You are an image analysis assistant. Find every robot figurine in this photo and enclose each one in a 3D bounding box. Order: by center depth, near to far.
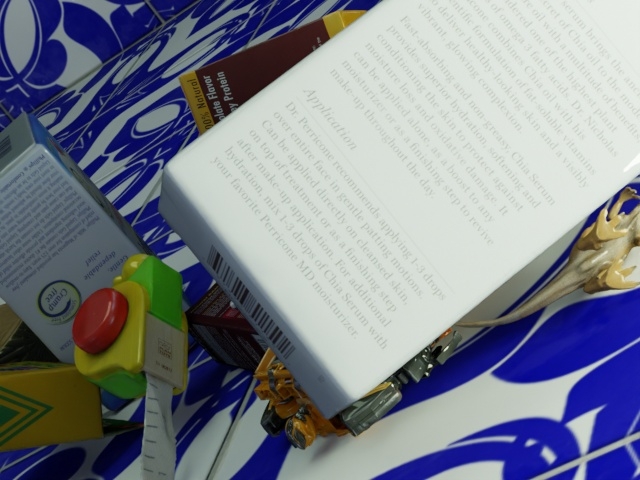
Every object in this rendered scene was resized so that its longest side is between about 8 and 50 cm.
[{"bbox_3d":[0.052,0.062,1.494,0.291,0.085,0.211,-50,19,-28],"label":"robot figurine"}]

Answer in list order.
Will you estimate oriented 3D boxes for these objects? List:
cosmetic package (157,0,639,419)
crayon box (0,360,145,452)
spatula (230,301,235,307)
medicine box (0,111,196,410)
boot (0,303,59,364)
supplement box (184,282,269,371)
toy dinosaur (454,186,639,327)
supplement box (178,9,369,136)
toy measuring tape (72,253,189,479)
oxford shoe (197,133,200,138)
[{"bbox_3d":[0.117,-0.089,1.344,0.453,0.230,0.161,-37,-4,-12],"label":"cosmetic package"},{"bbox_3d":[-0.366,0.178,1.782,0.318,0.081,0.202,-5,0,-31],"label":"crayon box"},{"bbox_3d":[-0.005,-0.044,1.651,0.242,0.019,0.168,-47,18,35],"label":"spatula"},{"bbox_3d":[-0.292,0.019,1.961,0.149,0.289,0.263,-41,17,-2],"label":"medicine box"},{"bbox_3d":[-0.396,0.115,2.276,0.236,0.089,0.269,-41,16,-10],"label":"boot"},{"bbox_3d":[-0.038,0.066,1.693,0.130,0.073,0.239,-45,19,-17],"label":"supplement box"},{"bbox_3d":[0.213,0.022,1.354,0.211,0.064,0.112,-38,-2,-6],"label":"toy dinosaur"},{"bbox_3d":[-0.016,-0.126,1.833,0.194,0.191,0.129,-20,1,18],"label":"supplement box"},{"bbox_3d":[-0.191,0.147,1.673,0.121,0.121,0.330,-30,41,26],"label":"toy measuring tape"},{"bbox_3d":[0.048,-0.153,2.056,0.397,0.140,0.146,-32,49,7],"label":"oxford shoe"}]
